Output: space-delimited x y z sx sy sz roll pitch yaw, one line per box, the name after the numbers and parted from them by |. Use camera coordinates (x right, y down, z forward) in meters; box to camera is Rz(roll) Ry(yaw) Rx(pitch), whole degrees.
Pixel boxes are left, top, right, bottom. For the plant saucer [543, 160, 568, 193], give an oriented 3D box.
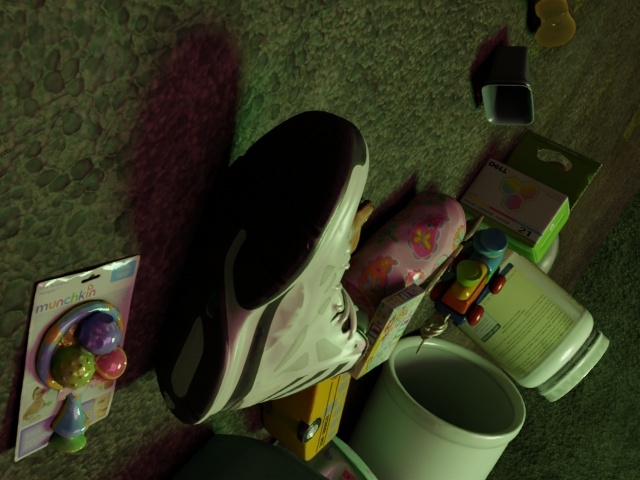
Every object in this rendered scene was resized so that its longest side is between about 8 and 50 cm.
0.457 -0.102 1.757 0.200 0.037 0.200 -44 -161 19 | plant saucer

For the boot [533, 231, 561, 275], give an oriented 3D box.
0.504 0.084 2.082 0.222 0.118 0.338 15 102 -58 | boot

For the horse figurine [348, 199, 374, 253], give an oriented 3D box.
0.000 0.000 1.167 0.174 0.066 0.263 -52 158 7 | horse figurine

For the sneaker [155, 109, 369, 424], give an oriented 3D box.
-0.020 0.038 1.014 0.257 0.169 0.448 0 130 -45 | sneaker

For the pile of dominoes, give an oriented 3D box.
0.246 0.044 1.546 0.196 0.040 0.251 -51 180 -7 | pile of dominoes

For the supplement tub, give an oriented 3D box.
0.481 0.193 1.862 0.235 0.325 0.235 -45 170 -10 | supplement tub

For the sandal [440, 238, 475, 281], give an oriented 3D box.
0.346 0.040 1.815 0.254 0.054 0.097 -17 134 -53 | sandal

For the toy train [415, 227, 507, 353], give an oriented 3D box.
0.259 0.093 1.466 0.248 0.105 0.143 -48 160 -29 | toy train

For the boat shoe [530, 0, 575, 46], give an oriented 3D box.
0.406 -0.410 1.392 0.207 0.073 0.073 37 47 -70 | boat shoe

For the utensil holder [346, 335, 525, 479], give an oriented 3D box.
0.230 0.464 1.810 0.327 0.327 0.386 -18 138 -52 | utensil holder

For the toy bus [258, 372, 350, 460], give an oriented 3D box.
-0.018 0.231 1.347 0.130 0.108 0.333 -33 146 -40 | toy bus

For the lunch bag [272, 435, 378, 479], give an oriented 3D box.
0.031 0.486 1.548 0.160 0.262 0.223 -49 154 -14 | lunch bag

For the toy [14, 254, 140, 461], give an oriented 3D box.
-0.260 0.142 0.890 0.137 0.056 0.237 -20 136 -53 | toy

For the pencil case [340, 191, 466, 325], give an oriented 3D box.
0.132 0.027 1.368 0.284 0.124 0.124 -41 150 -30 | pencil case

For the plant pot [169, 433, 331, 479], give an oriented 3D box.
-0.119 0.456 1.266 0.247 0.252 0.248 -43 151 -24 | plant pot

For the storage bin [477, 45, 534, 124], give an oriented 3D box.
0.330 -0.276 1.404 0.135 0.098 0.091 54 44 -62 | storage bin

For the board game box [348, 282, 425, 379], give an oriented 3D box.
0.106 0.148 1.300 0.103 0.026 0.154 -22 143 -51 | board game box

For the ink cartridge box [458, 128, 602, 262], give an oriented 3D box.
0.430 -0.113 1.638 0.255 0.188 0.097 -55 153 -6 | ink cartridge box
